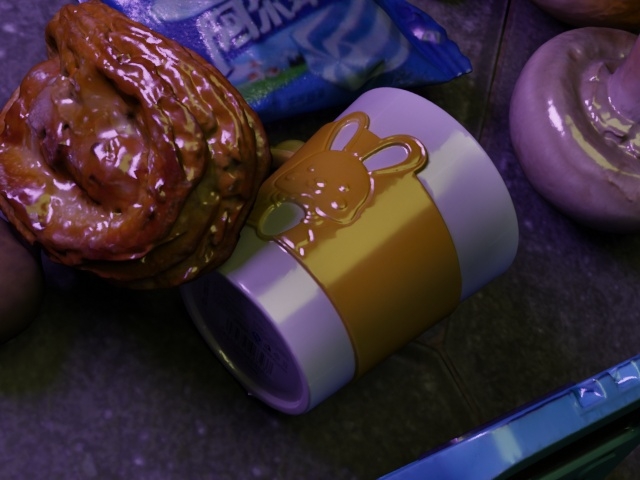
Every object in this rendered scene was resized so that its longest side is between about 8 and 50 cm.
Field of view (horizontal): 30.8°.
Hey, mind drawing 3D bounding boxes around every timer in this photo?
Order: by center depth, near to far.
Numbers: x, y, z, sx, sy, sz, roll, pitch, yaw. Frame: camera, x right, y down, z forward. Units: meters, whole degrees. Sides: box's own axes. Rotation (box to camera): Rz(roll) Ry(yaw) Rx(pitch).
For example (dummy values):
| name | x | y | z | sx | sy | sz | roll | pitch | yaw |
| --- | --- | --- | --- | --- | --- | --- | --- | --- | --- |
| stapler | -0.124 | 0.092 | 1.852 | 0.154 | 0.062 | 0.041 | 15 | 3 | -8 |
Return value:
| name | x | y | z | sx | sy | sz | roll | pitch | yaw |
| --- | --- | --- | --- | --- | --- | --- | --- | --- | --- |
| timer | 0.149 | 0.162 | 0.832 | 0.232 | 0.250 | 0.091 | -19 | 73 | -28 |

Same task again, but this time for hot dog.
| name | x | y | z | sx | sy | sz | roll | pitch | yaw |
| --- | --- | --- | --- | --- | --- | --- | --- | --- | --- |
| hot dog | -0.160 | -0.077 | 0.831 | 0.259 | 0.175 | 0.114 | 34 | 15 | 38 |

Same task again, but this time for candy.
| name | x | y | z | sx | sy | sz | roll | pitch | yaw |
| --- | --- | --- | --- | --- | --- | --- | --- | --- | --- |
| candy | -0.037 | -0.175 | 1.012 | 0.331 | 0.077 | 0.187 | -18 | 58 | -30 |

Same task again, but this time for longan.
| name | x | y | z | sx | sy | sz | roll | pitch | yaw |
| --- | --- | --- | --- | --- | --- | --- | --- | --- | --- |
| longan | -0.247 | 0.026 | 0.832 | 0.113 | 0.092 | 0.113 | 2 | 49 | -3 |

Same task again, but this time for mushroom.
| name | x | y | z | sx | sy | sz | roll | pitch | yaw |
| --- | --- | --- | --- | --- | --- | --- | --- | --- | --- |
| mushroom | 0.281 | -0.120 | 1.044 | 0.207 | 0.215 | 0.207 | 8 | 57 | -12 |

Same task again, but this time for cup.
| name | x | y | z | sx | sy | sz | roll | pitch | yaw |
| --- | --- | --- | --- | --- | --- | --- | --- | --- | --- |
| cup | 0.000 | 0.000 | 0.915 | 0.241 | 0.185 | 0.226 | 30 | 57 | 35 |

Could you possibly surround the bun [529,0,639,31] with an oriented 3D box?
| name | x | y | z | sx | sy | sz | roll | pitch | yaw |
| --- | --- | --- | --- | --- | --- | --- | --- | --- | --- |
| bun | 0.297 | -0.361 | 1.139 | 0.299 | 0.165 | 0.298 | 3 | 85 | -41 |
